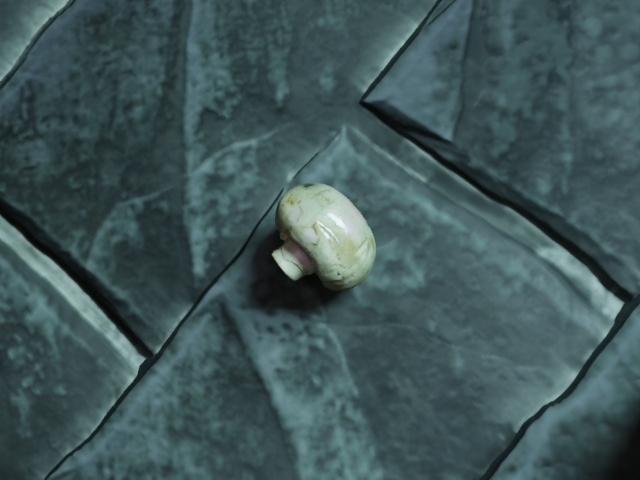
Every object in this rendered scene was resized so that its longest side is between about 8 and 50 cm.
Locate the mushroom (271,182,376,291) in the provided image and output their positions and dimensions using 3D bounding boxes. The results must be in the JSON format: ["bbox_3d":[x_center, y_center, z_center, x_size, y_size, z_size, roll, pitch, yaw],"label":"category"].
[{"bbox_3d":[0.000,0.000,0.780,0.067,0.083,0.083,-39,75,0],"label":"mushroom"}]
